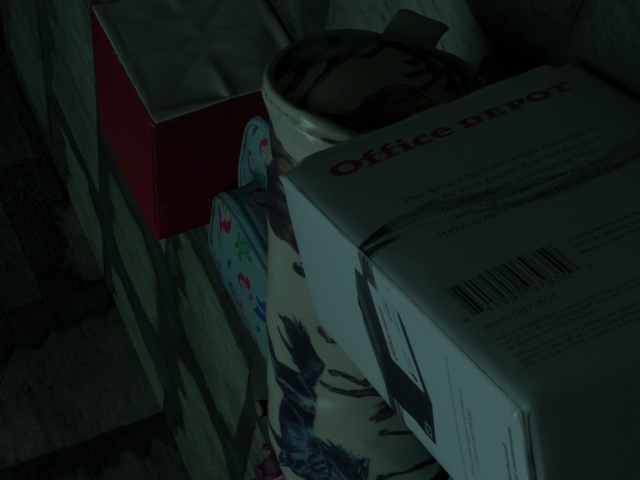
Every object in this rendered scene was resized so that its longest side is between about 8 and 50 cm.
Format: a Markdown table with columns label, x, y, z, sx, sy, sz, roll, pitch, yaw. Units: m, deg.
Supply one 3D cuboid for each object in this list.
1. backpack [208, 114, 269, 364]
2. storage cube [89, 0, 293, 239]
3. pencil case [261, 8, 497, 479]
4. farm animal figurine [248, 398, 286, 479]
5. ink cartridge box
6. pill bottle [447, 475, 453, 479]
| label | x | y | z | sx | sy | sz | roll | pitch | yaw |
| --- | --- | --- | --- | --- | --- | --- | --- | --- | --- |
| backpack | 0.000 | 0.000 | 1.440 | 0.225 | 0.191 | 0.253 | 105 | 147 | -65 |
| storage cube | -0.128 | -0.150 | 1.663 | 0.193 | 0.183 | 0.215 | 95 | 151 | -53 |
| pencil case | 0.044 | 0.038 | 1.184 | 0.160 | 0.183 | 0.410 | 25 | 133 | 31 |
| farm animal figurine | 0.079 | 0.305 | 1.590 | 0.327 | 0.172 | 0.330 | 24 | 125 | 52 |
| ink cartridge box | 0.143 | 0.030 | 0.909 | 0.307 | 0.223 | 0.129 | 46 | 153 | 55 |
| pill bottle | 0.163 | 0.219 | 1.096 | 0.264 | 0.146 | 0.146 | -18 | -92 | -89 |
